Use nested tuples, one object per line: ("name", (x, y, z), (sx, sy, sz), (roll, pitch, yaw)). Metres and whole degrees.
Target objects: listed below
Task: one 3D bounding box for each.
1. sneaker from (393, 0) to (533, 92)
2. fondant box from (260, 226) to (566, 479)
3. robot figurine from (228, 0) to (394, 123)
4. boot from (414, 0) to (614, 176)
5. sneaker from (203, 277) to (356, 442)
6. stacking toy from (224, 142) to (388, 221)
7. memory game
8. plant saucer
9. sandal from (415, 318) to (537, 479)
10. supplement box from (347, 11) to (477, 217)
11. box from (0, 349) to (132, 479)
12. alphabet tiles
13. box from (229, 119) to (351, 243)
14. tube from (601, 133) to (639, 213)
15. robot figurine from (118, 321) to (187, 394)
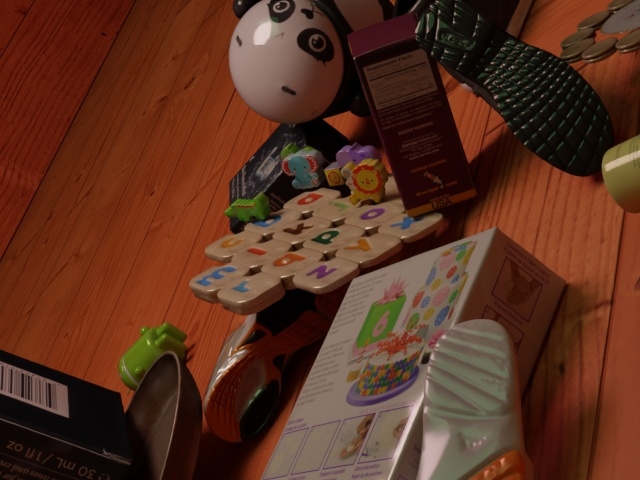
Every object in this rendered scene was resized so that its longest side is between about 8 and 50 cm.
("sneaker", (0.182, -0.327, 1.770), (0.104, 0.147, 0.295), (-33, 27, 50))
("fondant box", (0.062, 0.167, 1.302), (0.238, 0.096, 0.330), (-23, 37, 56))
("robot figurine", (0.005, -0.249, 1.912), (0.209, 0.173, 0.278), (0, 14, 37))
("boot", (0.212, -0.147, 1.451), (0.083, 0.246, 0.161), (-51, -25, 12))
("sneaker", (-0.059, 0.103, 1.696), (0.262, 0.099, 0.121), (-55, 15, -5))
("stacking toy", (0.011, -0.091, 1.730), (0.221, 0.052, 0.167), (-8, 23, 32))
("memory game", (0.311, -0.215, 1.385), (0.186, 0.012, 0.186), (-27, 17, 9))
("plant saucer", (-0.203, 0.282, 1.706), (0.310, 0.050, 0.310), (-161, 90, -74))
("sandal", (0.128, 0.188, 1.137), (0.102, 0.076, 0.265), (-9, 53, 27))
("supplement box", (0.097, -0.134, 1.554), (0.081, 0.188, 0.104), (-19, 21, 5))
("box", (-0.445, 0.342, 1.778), (0.395, 0.293, 0.212), (-64, 18, 12))
("alphabet tiles", (0.000, 0.000, 1.611), (0.284, 0.021, 0.278), (-30, 22, -24))
("box", (-0.040, -0.076, 1.949), (0.158, 0.093, 0.156), (-47, 20, 17))
("tube", (0.333, -0.091, 1.164), (0.240, 0.062, 0.070), (-26, 74, 45))
("robot figurine", (-0.234, 0.165, 2.032), (0.115, 0.067, 0.101), (-44, 28, 27))
